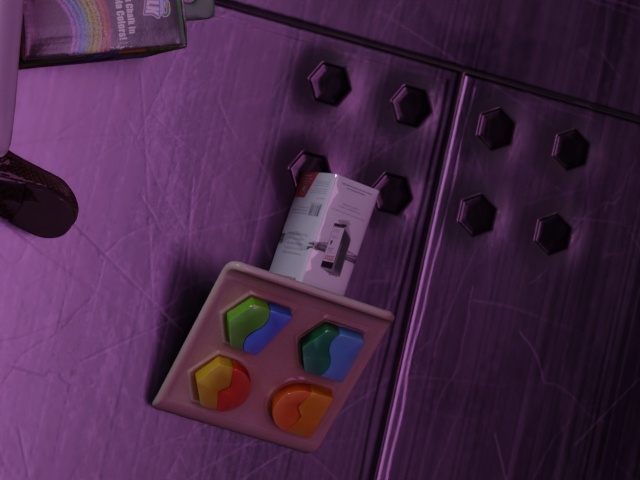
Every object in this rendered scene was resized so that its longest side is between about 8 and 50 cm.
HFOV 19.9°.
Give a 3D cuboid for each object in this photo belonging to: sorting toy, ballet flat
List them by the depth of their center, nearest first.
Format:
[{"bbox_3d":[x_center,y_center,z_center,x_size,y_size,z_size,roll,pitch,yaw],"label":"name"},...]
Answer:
[{"bbox_3d":[-0.351,-0.082,1.808,0.250,0.058,0.084,28,118,-15],"label":"ballet flat"},{"bbox_3d":[-0.048,0.129,1.885,0.193,0.038,0.208,19,120,-21],"label":"sorting toy"}]

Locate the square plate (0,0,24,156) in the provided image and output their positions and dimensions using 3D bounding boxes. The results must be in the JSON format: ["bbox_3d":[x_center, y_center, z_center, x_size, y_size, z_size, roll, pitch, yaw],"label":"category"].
[{"bbox_3d":[-0.443,-0.266,1.693,0.344,0.049,0.347,6,91,2],"label":"square plate"}]

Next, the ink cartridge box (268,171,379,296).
[{"bbox_3d":[0.000,0.000,1.922,0.056,0.099,0.135,20,86,-22],"label":"ink cartridge box"}]

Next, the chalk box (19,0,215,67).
[{"bbox_3d":[-0.212,-0.246,1.811,0.213,0.132,0.132,-7,94,-22],"label":"chalk box"}]
